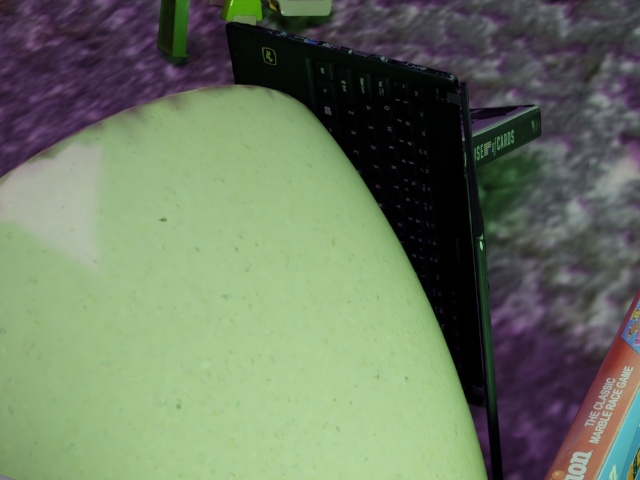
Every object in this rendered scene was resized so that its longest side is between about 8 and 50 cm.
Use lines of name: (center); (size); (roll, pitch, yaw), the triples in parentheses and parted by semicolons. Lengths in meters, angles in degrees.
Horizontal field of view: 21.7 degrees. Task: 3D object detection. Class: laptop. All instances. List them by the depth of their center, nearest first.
laptop: (0.025, 0.027, 0.953); (0.264, 0.234, 0.136); (19, 41, 34)

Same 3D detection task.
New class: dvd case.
dvd case: (0.036, -0.064, 1.173); (0.179, 0.029, 0.239); (-1, 12, 25)

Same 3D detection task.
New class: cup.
cup: (-0.051, 0.127, 0.803); (0.331, 0.331, 0.237); (-30, 64, -28)

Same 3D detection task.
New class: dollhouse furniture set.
dollhouse furniture set: (-0.067, -0.196, 1.495); (0.152, 0.058, 0.076); (-5, 21, -30)

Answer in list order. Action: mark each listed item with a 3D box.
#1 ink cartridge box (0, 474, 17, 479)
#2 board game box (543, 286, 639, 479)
ink cartridge box: (-0.144, 0.201, 0.613); (0.289, 0.211, 0.121); (12, 20, 29)
board game box: (0.148, 0.136, 0.843); (0.027, 0.145, 0.281); (10, 38, 25)
